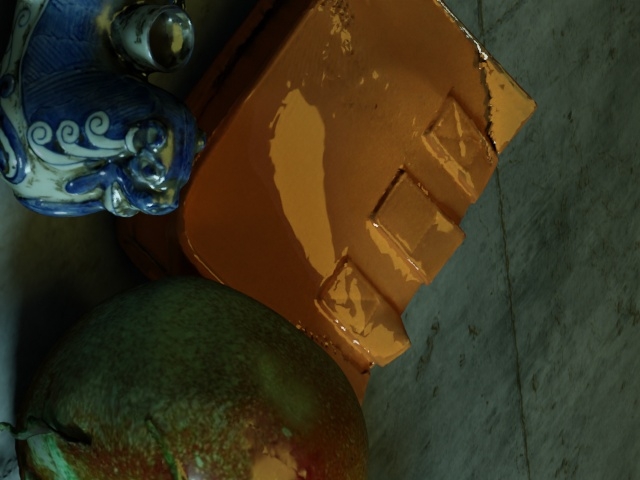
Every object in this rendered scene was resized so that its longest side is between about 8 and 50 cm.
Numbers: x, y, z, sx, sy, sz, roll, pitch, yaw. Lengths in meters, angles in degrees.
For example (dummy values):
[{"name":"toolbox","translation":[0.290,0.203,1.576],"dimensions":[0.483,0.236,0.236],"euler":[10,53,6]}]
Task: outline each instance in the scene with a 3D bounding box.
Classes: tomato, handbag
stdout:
[{"name":"tomato","translation":[-0.109,0.172,1.470],"dimensions":[0.239,0.303,0.303],"euler":[-52,140,-36]},{"name":"handbag","translation":[0.014,-0.071,1.661],"dimensions":[0.303,0.116,0.410],"euler":[46,61,-26]}]

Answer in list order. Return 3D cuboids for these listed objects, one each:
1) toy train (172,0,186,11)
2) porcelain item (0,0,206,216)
[{"name":"toy train","translation":[-0.133,-0.216,1.578],"dimensions":[0.017,0.017,0.083],"euler":[-30,123,-50]},{"name":"porcelain item","translation":[-0.171,-0.159,1.369],"dimensions":[0.138,0.186,0.288],"euler":[20,80,-58]}]
